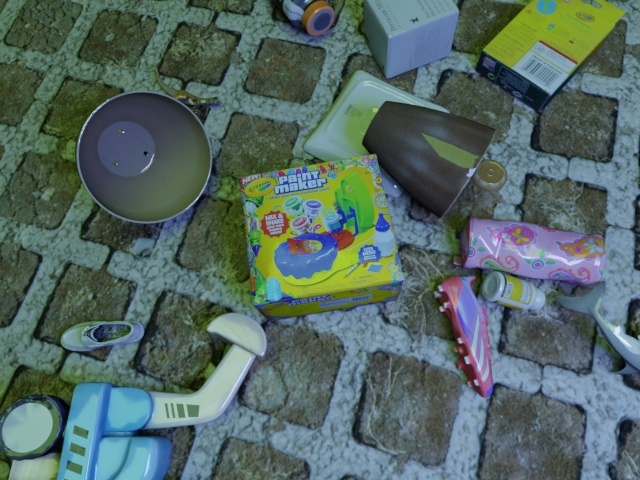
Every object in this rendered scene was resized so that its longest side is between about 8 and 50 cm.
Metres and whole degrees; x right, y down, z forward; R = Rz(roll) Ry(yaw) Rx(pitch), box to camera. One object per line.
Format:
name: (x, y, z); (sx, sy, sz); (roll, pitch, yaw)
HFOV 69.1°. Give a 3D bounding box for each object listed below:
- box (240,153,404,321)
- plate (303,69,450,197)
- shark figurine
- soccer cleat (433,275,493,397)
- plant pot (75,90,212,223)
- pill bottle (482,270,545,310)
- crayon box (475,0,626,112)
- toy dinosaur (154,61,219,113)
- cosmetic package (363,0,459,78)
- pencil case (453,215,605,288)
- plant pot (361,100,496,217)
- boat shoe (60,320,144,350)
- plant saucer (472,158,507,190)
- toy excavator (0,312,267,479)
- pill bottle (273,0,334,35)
box: (0.000, 0.000, 0.990); (0.290, 0.177, 0.279); (-10, 69, 1)
plate: (0.138, -0.280, 1.145); (0.278, 0.045, 0.277); (30, 76, 14)
shark figurine: (0.591, 0.214, 0.903); (0.278, 0.116, 0.166); (30, 49, -3)
soccer cleat: (0.313, 0.189, 0.951); (0.095, 0.083, 0.247); (-14, 68, -5)
plant pot: (-0.422, -0.199, 1.068); (0.284, 0.284, 0.191); (-51, 40, -12)
pill bottle: (0.401, 0.109, 0.963); (0.116, 0.065, 0.065); (18, 72, -13)
crayon box: (0.573, -0.496, 1.164); (0.202, 0.081, 0.318); (42, 80, 16)
toy dinosaur: (-0.370, -0.377, 1.221); (0.212, 0.064, 0.112); (24, 56, 3)
cosmetic package: (0.221, -0.538, 1.170); (0.184, 0.151, 0.151); (-22, 69, -3)
pencil case: (0.434, 0.023, 0.980); (0.284, 0.124, 0.124); (9, 72, 9)
plant pot: (0.214, -0.197, 1.003); (0.230, 0.215, 0.215); (30, 76, 6)
boat shoe: (-0.485, 0.206, 1.016); (0.184, 0.063, 0.066); (0, 71, 4)
plant saucer: (0.399, -0.158, 1.095); (0.084, 0.015, 0.083); (-2, 71, 5)
toy excavator: (-0.336, 0.356, 0.899); (0.446, 0.222, 0.432); (4, 67, -7)
pill bottle: (-0.060, -0.664, 1.248); (0.130, 0.130, 0.245); (-31, 71, -6)
